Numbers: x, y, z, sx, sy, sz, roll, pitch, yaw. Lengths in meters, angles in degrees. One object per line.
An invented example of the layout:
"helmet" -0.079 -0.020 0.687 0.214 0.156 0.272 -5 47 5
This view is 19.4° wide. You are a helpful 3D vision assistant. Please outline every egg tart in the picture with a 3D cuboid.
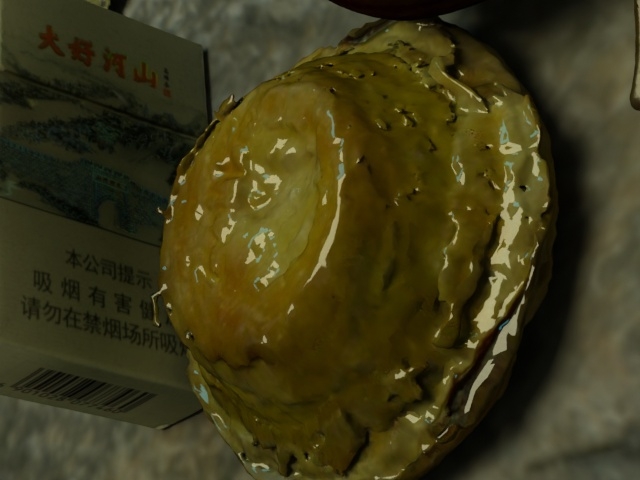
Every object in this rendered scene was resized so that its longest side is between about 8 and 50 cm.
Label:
"egg tart" 0.000 0.000 1.018 0.294 0.116 0.295 -24 56 41

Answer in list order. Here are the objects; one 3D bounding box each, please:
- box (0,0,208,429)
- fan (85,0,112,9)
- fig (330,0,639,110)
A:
"box" -0.149 -0.025 1.160 0.069 0.164 0.257 -31 54 41
"fan" -0.266 -0.219 1.372 0.229 0.011 0.335 -25 88 23
"fig" 0.092 -0.204 0.961 0.249 0.186 0.204 18 48 27
